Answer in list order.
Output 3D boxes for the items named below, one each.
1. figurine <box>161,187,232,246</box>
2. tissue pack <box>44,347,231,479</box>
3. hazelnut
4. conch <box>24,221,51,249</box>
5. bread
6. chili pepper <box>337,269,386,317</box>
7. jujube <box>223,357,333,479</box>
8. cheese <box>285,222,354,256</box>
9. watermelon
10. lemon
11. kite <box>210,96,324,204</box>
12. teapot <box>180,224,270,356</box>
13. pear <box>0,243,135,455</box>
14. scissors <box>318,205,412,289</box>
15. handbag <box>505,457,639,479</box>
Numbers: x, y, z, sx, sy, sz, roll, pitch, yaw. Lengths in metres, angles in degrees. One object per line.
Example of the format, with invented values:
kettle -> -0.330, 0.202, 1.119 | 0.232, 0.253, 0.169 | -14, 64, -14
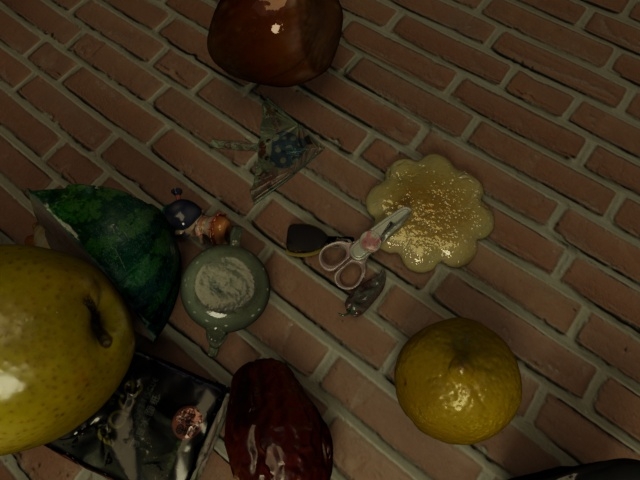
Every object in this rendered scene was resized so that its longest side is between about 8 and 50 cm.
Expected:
figurine -> -0.301, -0.048, 1.105 | 0.195, 0.102, 0.111 | 13, 48, 13
tissue pack -> -0.372, 0.361, 0.933 | 0.332, 0.123, 0.245 | 19, 68, 12
hazelnut -> -0.123, -0.551, 1.180 | 0.372, 0.372, 0.315 | -28, 111, -7
conch -> -0.625, 0.034, 1.106 | 0.255, 0.127, 0.158 | 40, 106, 40
bread -> 0.258, -0.073, 1.092 | 0.316, 0.054, 0.316 | -1, 68, 3
chili pepper -> 0.100, 0.125, 1.032 | 0.050, 0.041, 0.153 | 47, 61, -1
jujube -> -0.083, 0.369, 0.870 | 0.197, 0.197, 0.290 | -21, 51, -4
cheese -> 0.000, 0.000, 1.093 | 0.163, 0.036, 0.086 | 2, 66, 6
watermelon -> -0.398, 0.016, 0.966 | 0.319, 0.292, 0.222 | 40, 53, 3
lemon -> 0.255, 0.259, 0.850 | 0.229, 0.253, 0.228 | 4, 62, -7
kite -> -0.146, -0.246, 1.219 | 0.314, 0.011, 0.335 | 3, 68, 6
teapot -> -0.209, 0.106, 1.009 | 0.193, 0.129, 0.294 | 11, 73, -12
pear -> -0.530, 0.182, 0.768 | 0.418, 0.362, 0.362 | -14, 67, 7
scissors -> 0.111, 0.003, 1.043 | 0.242, 0.030, 0.118 | -42, 87, 7
handbag -> 0.394, 0.449, 0.743 | 0.178, 0.302, 0.275 | 25, 70, 21
